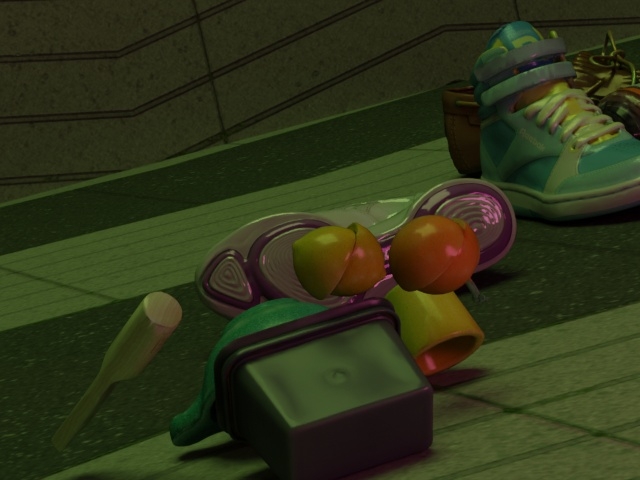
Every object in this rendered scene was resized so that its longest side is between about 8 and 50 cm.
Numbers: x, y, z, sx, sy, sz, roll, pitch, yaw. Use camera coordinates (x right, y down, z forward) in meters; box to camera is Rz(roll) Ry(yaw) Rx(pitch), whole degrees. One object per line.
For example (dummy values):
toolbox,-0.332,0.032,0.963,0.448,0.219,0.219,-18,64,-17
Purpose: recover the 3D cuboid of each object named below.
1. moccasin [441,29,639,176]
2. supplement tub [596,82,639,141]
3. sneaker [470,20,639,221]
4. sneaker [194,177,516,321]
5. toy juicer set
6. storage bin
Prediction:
moccasin,0.339,-0.183,2.457,0.380,0.147,0.139,-8,10,26
supplement tub,0.381,-0.131,2.211,0.198,0.106,0.106,-19,11,-35
sneaker,0.256,-0.133,2.063,0.127,0.208,0.319,-16,10,-27
sneaker,0.027,0.025,1.810,0.305,0.114,0.152,-11,-6,-18
toy juicer set,-0.023,0.078,1.370,0.329,0.089,0.209,-17,-25,-17
storage bin,0.009,0.113,1.294,0.135,0.098,0.091,-15,37,-19
